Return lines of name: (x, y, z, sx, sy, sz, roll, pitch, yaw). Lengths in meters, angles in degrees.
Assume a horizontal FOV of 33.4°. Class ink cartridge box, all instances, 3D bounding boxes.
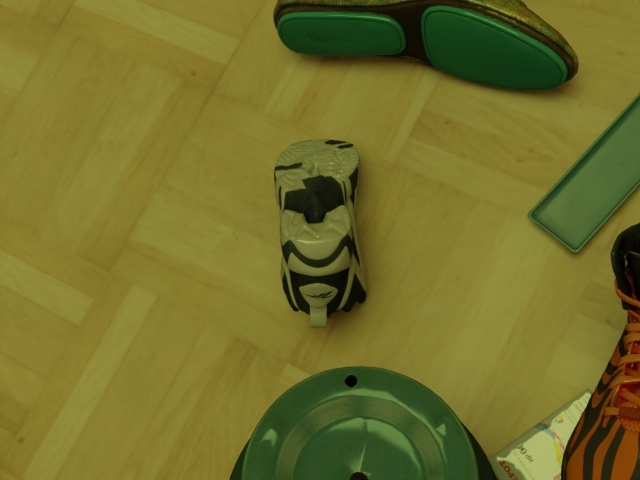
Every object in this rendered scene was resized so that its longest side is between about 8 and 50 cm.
ink cartridge box: (0.232, 0.213, 1.006, 0.122, 0.052, 0.088, -37, 65, 3)

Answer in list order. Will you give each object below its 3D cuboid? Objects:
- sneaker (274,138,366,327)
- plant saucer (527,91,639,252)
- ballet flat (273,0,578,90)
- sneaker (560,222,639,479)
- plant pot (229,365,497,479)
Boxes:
sneaker: (0.000, 0.000, 1.134, 0.094, 0.153, 0.235, -3, 33, -4)
plant saucer: (0.303, -0.074, 1.105, 0.067, 0.018, 0.192, 42, 88, 25)
ballet flat: (0.118, -0.251, 1.177, 0.349, 0.123, 0.123, 11, 75, 20)
sneaker: (0.275, 0.098, 0.906, 0.125, 0.180, 0.321, 6, 47, 28)
plant pot: (0.038, 0.236, 0.911, 0.272, 0.255, 0.271, -1, 61, 2)
